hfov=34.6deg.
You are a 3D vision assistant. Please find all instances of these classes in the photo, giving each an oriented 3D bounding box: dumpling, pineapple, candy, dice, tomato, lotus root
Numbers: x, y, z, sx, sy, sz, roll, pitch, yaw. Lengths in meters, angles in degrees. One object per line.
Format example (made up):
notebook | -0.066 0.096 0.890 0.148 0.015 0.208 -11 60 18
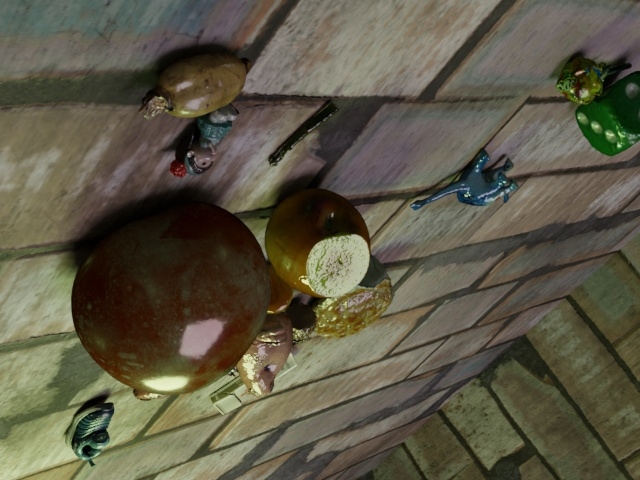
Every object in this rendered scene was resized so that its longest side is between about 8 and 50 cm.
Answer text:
dumpling | 0.023 0.047 1.717 0.219 0.153 0.108 -15 153 -53
pineapple | -0.048 0.174 2.023 0.074 0.074 0.159 -29 165 -18
candy | 0.507 -0.302 1.857 0.262 0.073 0.077 -22 130 -49
dice | 0.575 -0.241 1.952 0.131 0.120 0.128 -32 179 -17
tomato | -0.188 0.088 1.378 0.270 0.223 0.270 -30 163 -10
lotus root | -0.134 -0.168 1.120 0.152 0.063 0.072 -28 169 -30

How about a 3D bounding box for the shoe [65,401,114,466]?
shoe | -0.401 0.339 1.818 0.064 0.071 0.143 -13 145 -48

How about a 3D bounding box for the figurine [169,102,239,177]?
figurine | -0.140 -0.121 1.236 0.106 0.047 0.060 -53 170 31

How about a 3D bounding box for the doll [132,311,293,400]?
doll | -0.174 0.231 1.817 0.303 0.156 0.201 -31 180 4

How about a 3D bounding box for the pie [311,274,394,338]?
pie | 0.060 0.121 2.061 0.193 0.079 0.163 -41 149 17

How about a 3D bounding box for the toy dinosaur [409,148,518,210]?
toy dinosaur | 0.314 -0.105 1.963 0.329 0.076 0.144 -7 153 -48

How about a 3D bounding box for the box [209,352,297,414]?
box | -0.142 0.302 2.210 0.198 0.029 0.109 -34 160 -7

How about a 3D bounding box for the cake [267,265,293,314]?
cake | -0.087 0.085 1.734 0.084 0.084 0.044 -34 168 -4

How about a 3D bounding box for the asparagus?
asparagus | -0.026 -0.144 1.410 0.127 0.018 0.015 -39 -160 18

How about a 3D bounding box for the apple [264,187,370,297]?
apple | -0.005 0.002 1.556 0.146 0.163 0.147 -23 152 -31
